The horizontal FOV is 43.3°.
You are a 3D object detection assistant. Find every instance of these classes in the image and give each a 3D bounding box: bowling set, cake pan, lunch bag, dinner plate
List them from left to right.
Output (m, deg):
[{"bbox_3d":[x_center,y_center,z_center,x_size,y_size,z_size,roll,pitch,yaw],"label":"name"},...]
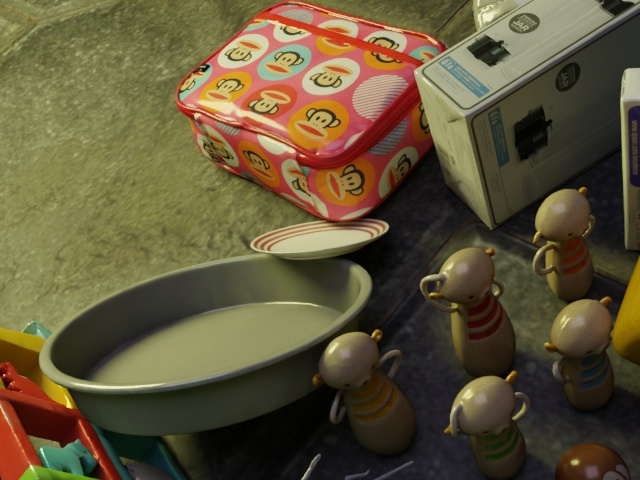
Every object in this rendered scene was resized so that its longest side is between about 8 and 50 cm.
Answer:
[{"bbox_3d":[-0.094,0.083,0.715,0.293,0.054,0.293,-10,16,3],"label":"cake pan"},{"bbox_3d":[0.000,0.000,0.813,0.141,0.017,0.141,-6,11,1],"label":"dinner plate"},{"bbox_3d":[0.006,-0.171,0.935,0.293,0.120,0.258,26,61,36],"label":"lunch bag"},{"bbox_3d":[0.164,0.097,0.617,0.287,0.154,0.200,-40,49,-11],"label":"bowling set"}]

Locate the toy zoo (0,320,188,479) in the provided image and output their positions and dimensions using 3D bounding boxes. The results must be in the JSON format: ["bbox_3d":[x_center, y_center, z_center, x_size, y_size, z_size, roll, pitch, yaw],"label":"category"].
[{"bbox_3d":[-0.205,0.164,0.688,0.030,0.192,0.293,-51,50,4],"label":"toy zoo"}]

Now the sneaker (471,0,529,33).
[{"bbox_3d":[0.307,-0.256,0.911,0.281,0.105,0.115,5,84,24],"label":"sneaker"}]

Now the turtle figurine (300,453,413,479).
[{"bbox_3d":[-0.015,0.251,0.575,0.234,0.175,0.118,-38,66,0],"label":"turtle figurine"}]

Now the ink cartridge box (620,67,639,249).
[{"bbox_3d":[0.348,-0.054,0.633,0.208,0.206,0.045,5,58,25],"label":"ink cartridge box"}]

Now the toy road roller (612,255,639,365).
[{"bbox_3d":[0.334,0.034,0.488,0.240,0.330,0.203,25,63,11],"label":"toy road roller"}]

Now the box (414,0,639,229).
[{"bbox_3d":[0.248,-0.159,0.784,0.289,0.169,0.087,-32,47,-6],"label":"box"}]
